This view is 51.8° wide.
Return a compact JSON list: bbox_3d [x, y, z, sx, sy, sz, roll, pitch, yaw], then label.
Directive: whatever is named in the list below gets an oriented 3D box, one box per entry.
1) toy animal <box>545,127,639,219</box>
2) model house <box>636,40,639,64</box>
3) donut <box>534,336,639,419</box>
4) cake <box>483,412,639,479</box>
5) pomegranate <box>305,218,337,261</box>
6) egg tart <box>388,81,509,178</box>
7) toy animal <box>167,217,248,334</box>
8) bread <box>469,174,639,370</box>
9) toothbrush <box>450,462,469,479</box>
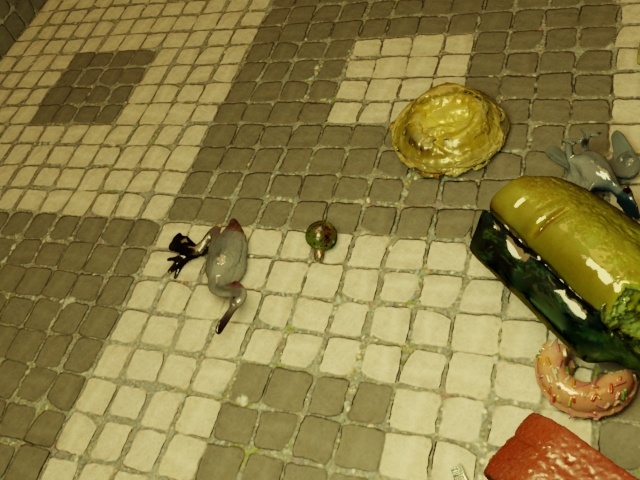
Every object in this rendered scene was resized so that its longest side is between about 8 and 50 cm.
[{"bbox_3d":[0.537,-0.132,1.325,0.239,0.176,0.255,-24,16,-3],"label":"toy animal"},{"bbox_3d":[0.816,-0.418,1.389,0.254,0.160,0.196,-40,51,-9],"label":"model house"},{"bbox_3d":[0.428,0.238,1.090,0.166,0.065,0.117,14,60,30],"label":"donut"},{"bbox_3d":[0.374,0.371,0.936,0.151,0.177,0.283,-41,51,-13],"label":"cake"},{"bbox_3d":[-0.001,-0.002,1.417,0.073,0.073,0.084,6,57,23],"label":"pomegranate"},{"bbox_3d":[0.290,-0.265,1.499,0.279,0.095,0.278,-9,51,11],"label":"egg tart"},{"bbox_3d":[-0.212,0.059,1.434,0.195,0.090,0.324,-44,43,-7],"label":"toy animal"},{"bbox_3d":[0.443,0.033,1.122,0.251,0.208,0.376,-2,36,-37],"label":"bread"},{"bbox_3d":[0.261,0.463,1.008,0.024,0.018,0.257,-26,50,3],"label":"toothbrush"}]
